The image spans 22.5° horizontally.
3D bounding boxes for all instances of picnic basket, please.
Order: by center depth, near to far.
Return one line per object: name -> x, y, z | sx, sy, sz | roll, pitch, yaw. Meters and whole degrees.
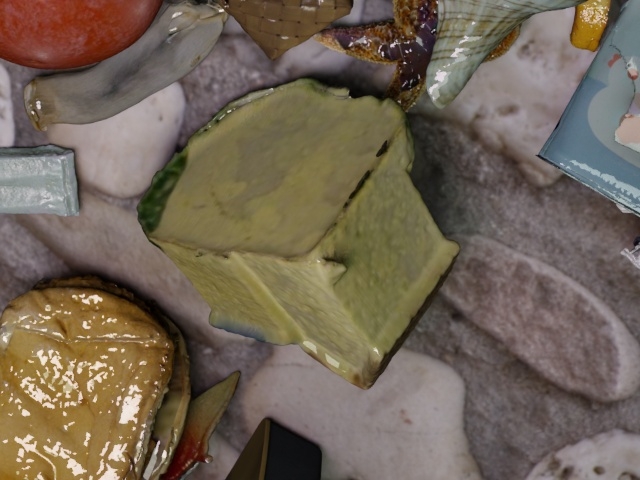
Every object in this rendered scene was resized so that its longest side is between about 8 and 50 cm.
picnic basket -> -0.058, -0.304, 1.761 | 0.138, 0.128, 0.178 | -29, 119, 18

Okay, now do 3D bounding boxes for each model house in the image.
model house -> 0.000, 0.000, 1.833 | 0.321, 0.261, 0.266 | 10, 144, 43

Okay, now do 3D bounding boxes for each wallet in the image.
wallet -> 0.375, -0.159, 1.780 | 0.176, 0.075, 0.250 | 29, 94, -5

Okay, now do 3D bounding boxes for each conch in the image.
conch -> 0.231, -0.309, 1.678 | 0.203, 0.169, 0.386 | 33, 88, -23

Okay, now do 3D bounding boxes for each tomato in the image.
tomato -> -0.290, -0.312, 1.710 | 0.265, 0.265, 0.264 | 2, 112, 5

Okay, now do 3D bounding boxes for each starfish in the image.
starfish -> 0.107, -0.231, 1.816 | 0.216, 0.071, 0.238 | 22, 103, 2

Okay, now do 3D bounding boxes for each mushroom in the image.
mushroom -> -0.222, -0.202, 1.841 | 0.278, 0.099, 0.096 | -31, 101, 20

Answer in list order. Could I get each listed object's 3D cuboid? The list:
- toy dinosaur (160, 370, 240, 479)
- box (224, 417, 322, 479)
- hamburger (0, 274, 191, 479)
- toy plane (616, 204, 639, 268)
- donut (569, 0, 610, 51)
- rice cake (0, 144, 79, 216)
toy dinosaur -> -0.190, 0.320, 2.046 | 0.207, 0.113, 0.327 | 8, 94, 41
box -> -0.066, 0.330, 1.988 | 0.090, 0.201, 0.144 | 27, 111, -10
hamburger -> -0.288, 0.189, 1.941 | 0.260, 0.144, 0.283 | 22, 86, 7
toy plane -> 0.442, -0.002, 1.865 | 0.160, 0.082, 0.234 | -43, 91, 11
donut -> 0.300, -0.255, 1.803 | 0.038, 0.067, 0.083 | 5, 145, -4
rice cake -> -0.403, -0.073, 1.937 | 0.226, 0.040, 0.085 | 1, 113, 4
